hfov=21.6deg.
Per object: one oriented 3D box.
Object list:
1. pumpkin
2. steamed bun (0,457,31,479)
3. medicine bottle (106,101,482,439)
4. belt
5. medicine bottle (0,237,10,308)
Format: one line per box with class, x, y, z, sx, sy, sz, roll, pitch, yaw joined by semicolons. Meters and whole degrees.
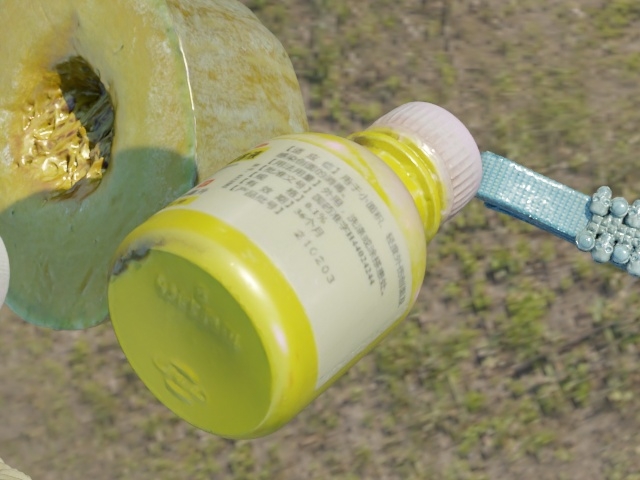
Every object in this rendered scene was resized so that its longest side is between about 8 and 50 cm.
pumpkin;-0.162;-0.080;1.501;0.332;0.199;0.332;-8;79;41
steamed bun;-0.342;0.249;1.265;0.384;0.247;0.236;31;82;4
medicine bottle;0.000;0.000;0.872;0.122;0.212;0.121;23;132;29
belt;0.216;-0.024;1.470;0.179;0.100;0.065;22;88;-4
medicine bottle;-0.132;0.007;0.496;0.052;0.089;0.052;-2;85;18
